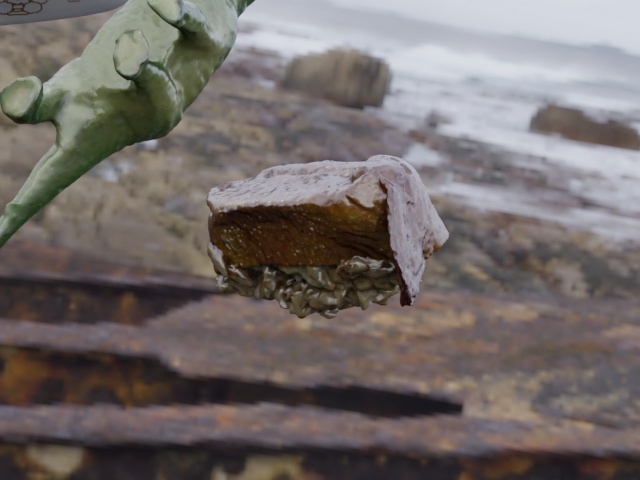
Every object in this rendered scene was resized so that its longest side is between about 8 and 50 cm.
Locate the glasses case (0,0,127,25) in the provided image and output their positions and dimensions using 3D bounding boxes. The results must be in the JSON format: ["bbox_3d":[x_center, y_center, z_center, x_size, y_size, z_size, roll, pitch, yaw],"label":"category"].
[{"bbox_3d":[-0.244,-0.217,1.241,0.193,0.074,0.049,-9,38,-17],"label":"glasses case"}]

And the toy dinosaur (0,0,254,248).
[{"bbox_3d":[-0.104,-0.126,1.093,0.087,0.447,0.301,37,1,11],"label":"toy dinosaur"}]

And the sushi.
[{"bbox_3d":[0.000,0.000,0.522,0.120,0.055,0.052,-3,23,48],"label":"sushi"}]
